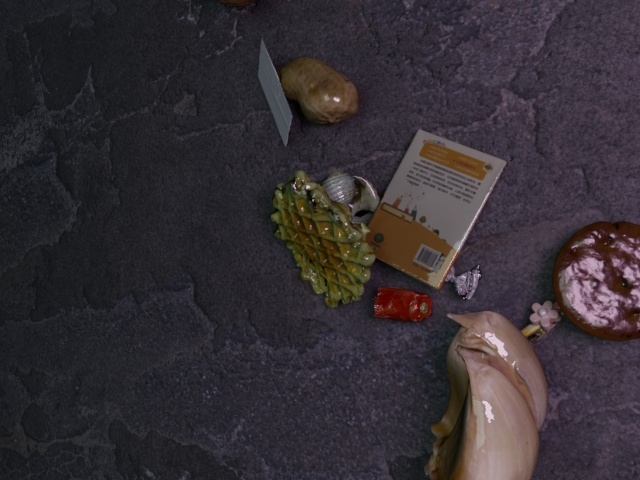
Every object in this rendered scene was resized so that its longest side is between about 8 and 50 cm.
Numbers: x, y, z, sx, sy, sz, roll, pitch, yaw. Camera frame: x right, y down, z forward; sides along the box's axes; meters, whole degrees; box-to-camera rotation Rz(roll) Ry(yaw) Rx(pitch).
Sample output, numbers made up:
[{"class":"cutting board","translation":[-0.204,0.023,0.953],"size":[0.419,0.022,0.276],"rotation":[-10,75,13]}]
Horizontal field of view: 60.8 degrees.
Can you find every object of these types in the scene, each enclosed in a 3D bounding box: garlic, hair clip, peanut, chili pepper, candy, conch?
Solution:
[{"class":"garlic","translation":[0.294,0.304,0.980],"size":[0.249,0.286,0.313],"rotation":[33,121,37]},{"class":"hair clip","translation":[0.453,0.120,1.013],"size":[0.214,0.056,0.062],"rotation":[-46,32,22]},{"class":"peanut","translation":[-0.015,-0.358,1.299],"size":[0.253,0.122,0.137],"rotation":[44,120,29]},{"class":"chili pepper","translation":[0.178,0.142,1.180],"size":[0.123,0.073,0.071],"rotation":[4,132,35]},{"class":"candy","translation":[0.238,0.039,1.157],"size":[0.226,0.051,0.094],"rotation":[39,105,28]},{"class":"conch","translation":[0.068,-0.091,1.243],"size":[0.135,0.102,0.153],"rotation":[-21,109,17]}]

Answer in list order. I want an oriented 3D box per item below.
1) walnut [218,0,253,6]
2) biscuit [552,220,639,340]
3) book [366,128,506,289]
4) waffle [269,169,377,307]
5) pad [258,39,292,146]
[{"class":"walnut","translation":[-0.204,-0.753,1.357],"size":[0.313,0.277,0.252],"rotation":[-36,31,20]},{"class":"biscuit","translation":[0.511,0.068,0.948],"size":[0.212,0.036,0.212],"rotation":[-3,77,11]},{"class":"book","translation":[0.228,-0.071,1.151],"size":[0.207,0.020,0.296],"rotation":[29,91,29]},{"class":"waffle","translation":[0.000,0.000,1.231],"size":[0.317,0.073,0.297],"rotation":[48,150,14]},{"class":"pad","translation":[-0.116,-0.366,1.367],"size":[0.156,0.004,0.232],"rotation":[117,135,-67]}]
